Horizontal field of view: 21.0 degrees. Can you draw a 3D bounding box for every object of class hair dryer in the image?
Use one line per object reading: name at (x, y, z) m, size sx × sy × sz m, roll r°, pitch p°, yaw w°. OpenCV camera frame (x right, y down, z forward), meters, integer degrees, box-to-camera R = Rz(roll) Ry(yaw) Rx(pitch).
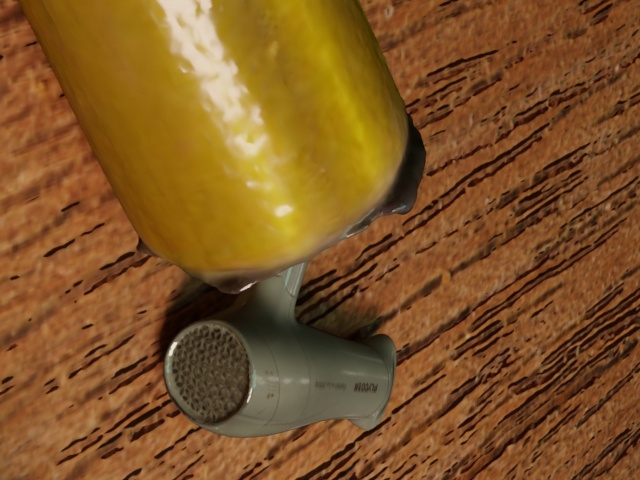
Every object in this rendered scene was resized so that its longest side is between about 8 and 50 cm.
hair dryer at (0.000, 0.000, 1.035) m, size 0.206 × 0.075 × 0.237 m, roll 7°, pitch 92°, yaw -60°

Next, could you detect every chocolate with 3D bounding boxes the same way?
chocolate at (-0.082, -0.182, 0.754) m, size 0.162 × 0.162 × 0.445 m, roll -49°, pitch 137°, yaw -27°
